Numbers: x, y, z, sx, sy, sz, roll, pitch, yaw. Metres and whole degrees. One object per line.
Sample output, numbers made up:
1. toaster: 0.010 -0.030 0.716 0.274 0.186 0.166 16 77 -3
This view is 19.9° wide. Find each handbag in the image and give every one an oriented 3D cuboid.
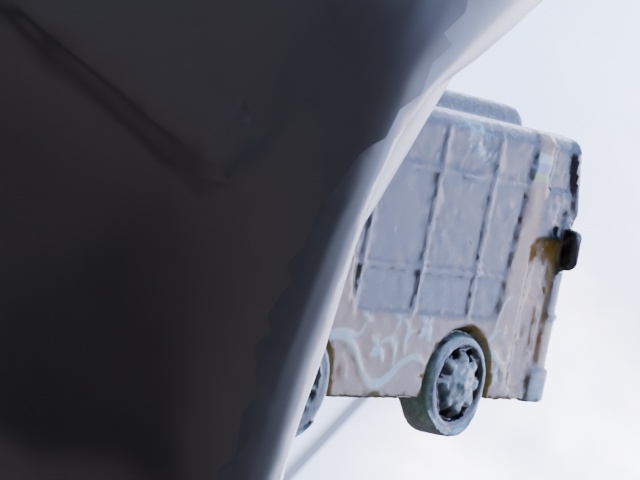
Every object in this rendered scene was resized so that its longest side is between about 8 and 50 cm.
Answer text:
1. handbag: -0.053 -0.130 0.370 0.288 0.342 0.152 36 -7 -19

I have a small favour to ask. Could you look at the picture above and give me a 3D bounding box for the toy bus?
1. toy bus: 0.000 0.000 1.020 0.162 0.194 0.323 13 5 38
